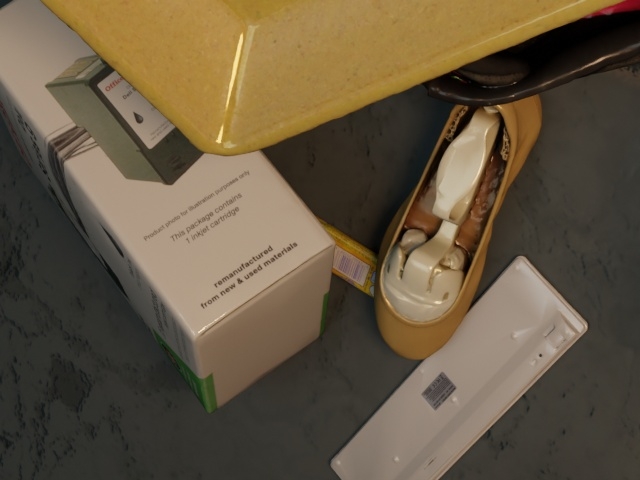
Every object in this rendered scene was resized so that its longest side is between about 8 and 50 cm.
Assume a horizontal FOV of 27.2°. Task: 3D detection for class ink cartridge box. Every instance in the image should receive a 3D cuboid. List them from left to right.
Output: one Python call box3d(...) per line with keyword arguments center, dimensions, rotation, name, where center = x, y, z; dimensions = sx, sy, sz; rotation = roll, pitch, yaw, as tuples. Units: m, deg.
box3d(center=(-0.124, -0.038, 0.994), dimensions=(0.289, 0.121, 0.211), rotation=(51, 166, 17), name="ink cartridge box")

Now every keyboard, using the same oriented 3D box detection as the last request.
box3d(center=(0.097, 0.121, 1.000), dimensions=(0.072, 0.014, 0.256), rotation=(52, 123, 22), name="keyboard")

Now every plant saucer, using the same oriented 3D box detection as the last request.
box3d(center=(-0.024, -0.212, 0.629), dimensions=(0.333, 0.333, 0.081), rotation=(-19, 44, 33), name="plant saucer")

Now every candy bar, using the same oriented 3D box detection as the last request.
box3d(center=(0.000, 0.000, 1.038), dimensions=(0.161, 0.018, 0.040), rotation=(32, 119, 26), name="candy bar")

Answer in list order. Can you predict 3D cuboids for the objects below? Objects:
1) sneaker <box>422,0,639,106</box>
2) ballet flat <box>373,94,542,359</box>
box3d(center=(0.073, -0.183, 0.822), dimensions=(0.483, 0.202, 0.185), rotation=(-6, 113, 37), name="sneaker")
box3d(center=(0.084, -0.012, 0.934), dimensions=(0.080, 0.073, 0.232), rotation=(25, 111, 16), name="ballet flat")
